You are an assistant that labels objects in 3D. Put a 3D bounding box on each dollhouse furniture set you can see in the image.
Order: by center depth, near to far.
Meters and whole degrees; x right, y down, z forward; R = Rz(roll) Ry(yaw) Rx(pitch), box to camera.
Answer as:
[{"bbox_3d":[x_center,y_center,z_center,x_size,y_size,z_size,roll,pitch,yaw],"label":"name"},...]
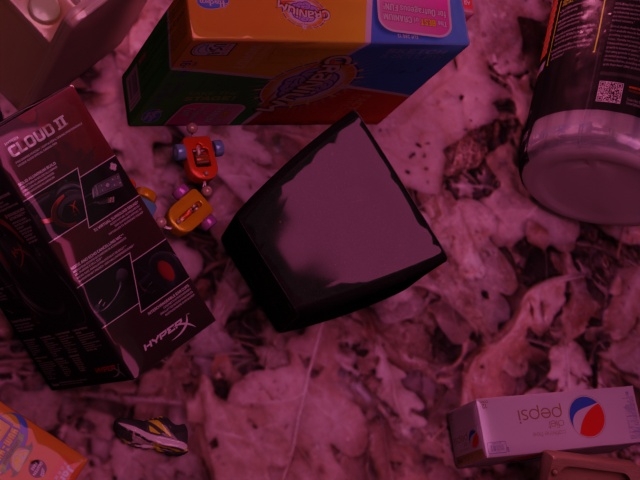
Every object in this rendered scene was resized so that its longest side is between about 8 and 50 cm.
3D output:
[{"bbox_3d":[0.315,0.328,1.605,0.144,0.123,0.151,10,98,-20],"label":"dollhouse furniture set"}]

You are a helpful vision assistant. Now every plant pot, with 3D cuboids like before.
[{"bbox_3d":[0.000,0.000,1.598,0.167,0.187,0.188,-32,86,-16],"label":"plant pot"}]

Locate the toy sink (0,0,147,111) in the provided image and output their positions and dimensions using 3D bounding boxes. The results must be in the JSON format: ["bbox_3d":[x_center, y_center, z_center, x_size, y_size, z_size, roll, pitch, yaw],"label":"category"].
[{"bbox_3d":[-0.275,-0.260,1.532,0.131,0.234,0.153,47,62,-2],"label":"toy sink"}]

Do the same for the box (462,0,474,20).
[{"bbox_3d":[0.011,-0.311,1.725,0.300,0.142,0.154,1,72,-23],"label":"box"}]

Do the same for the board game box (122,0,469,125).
[{"bbox_3d":[-0.032,-0.198,1.611,0.316,0.242,0.064,-3,74,-23],"label":"board game box"}]

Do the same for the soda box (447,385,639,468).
[{"bbox_3d":[0.259,0.214,1.683,0.216,0.074,0.069,-1,72,-24],"label":"soda box"}]

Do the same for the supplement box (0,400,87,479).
[{"bbox_3d":[-0.346,0.185,1.431,0.233,0.080,0.078,35,64,-11],"label":"supplement box"}]

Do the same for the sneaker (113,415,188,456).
[{"bbox_3d":[-0.176,0.198,1.530,0.083,0.031,0.035,23,51,-19],"label":"sneaker"}]

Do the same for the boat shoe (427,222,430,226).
[{"bbox_3d":[0.083,-0.038,1.718,0.133,0.049,0.042,55,33,10],"label":"boat shoe"}]

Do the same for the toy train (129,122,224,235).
[{"bbox_3d":[-0.178,-0.058,1.611,0.166,0.046,0.125,-12,76,-30],"label":"toy train"}]

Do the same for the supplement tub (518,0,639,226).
[{"bbox_3d":[0.372,-0.204,1.806,0.207,0.207,0.338,23,65,-15],"label":"supplement tub"}]

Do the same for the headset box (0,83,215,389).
[{"bbox_3d":[-0.259,-0.007,1.425,0.110,0.218,0.293,-36,100,-30],"label":"headset box"}]
